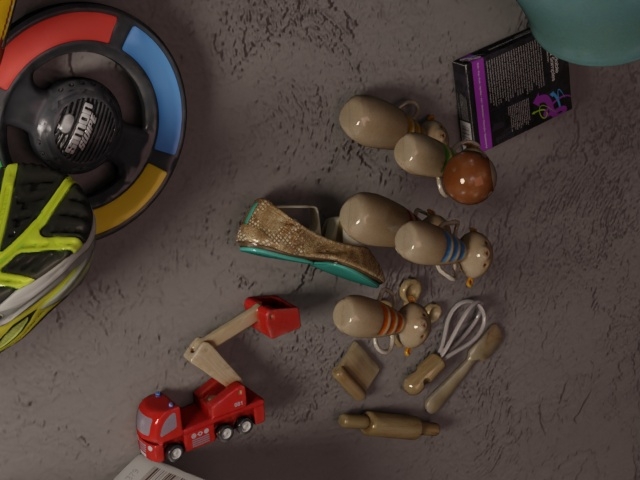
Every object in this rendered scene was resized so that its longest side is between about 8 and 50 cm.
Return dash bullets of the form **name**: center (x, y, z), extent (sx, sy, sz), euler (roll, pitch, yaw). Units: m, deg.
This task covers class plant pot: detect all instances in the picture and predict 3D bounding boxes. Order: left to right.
- **plant pot**: center (0.299, -0.334, 1.407), extent (0.272, 0.272, 0.255), euler (-41, 141, -18)

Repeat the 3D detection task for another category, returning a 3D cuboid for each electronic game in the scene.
- **electronic game**: center (-0.225, -0.105, 1.214), extent (0.229, 0.048, 0.229), euler (-15, 116, -33)

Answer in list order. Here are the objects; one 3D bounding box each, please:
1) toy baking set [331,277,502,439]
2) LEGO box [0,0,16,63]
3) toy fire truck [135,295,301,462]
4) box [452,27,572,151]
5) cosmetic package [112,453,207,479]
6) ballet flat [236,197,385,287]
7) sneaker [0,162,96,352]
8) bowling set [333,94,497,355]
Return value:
- **toy baking set**: center (0.125, 0.152, 1.593), extent (0.256, 0.030, 0.196), euler (18, 95, -40)
- **LEGO box**: center (-0.418, -0.315, 0.841), extent (0.500, 0.193, 0.372), euler (9, 101, -49)
- **toy fire truck**: center (-0.110, 0.144, 1.398), extent (0.192, 0.047, 0.135), euler (-17, 116, -31)
- **box**: center (0.228, -0.182, 1.548), extent (0.162, 0.029, 0.116), euler (-25, 121, -27)
- **cosmetic package**: center (-0.155, 0.350, 1.357), extent (0.151, 0.151, 0.183), euler (-44, 128, -32)
- **ballet flat**: center (0.000, 0.000, 1.418), extent (0.206, 0.073, 0.067), euler (18, 81, -44)
- **sneaker**: center (-0.356, 0.085, 1.121), extent (0.385, 0.145, 0.147), euler (-27, 157, -10)
- **bowling set**: center (0.131, -0.024, 1.374), extent (0.154, 0.200, 0.286), euler (13, 77, -42)
